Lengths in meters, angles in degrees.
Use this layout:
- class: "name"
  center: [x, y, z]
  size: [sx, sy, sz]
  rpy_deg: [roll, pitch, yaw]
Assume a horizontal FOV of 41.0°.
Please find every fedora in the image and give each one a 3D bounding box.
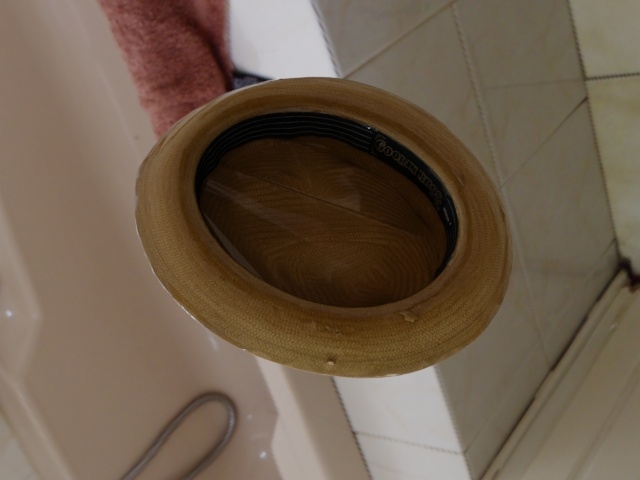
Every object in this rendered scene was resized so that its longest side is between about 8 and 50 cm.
- class: "fedora"
  center: [0.000, 0.000, 0.451]
  size: [0.194, 0.194, 0.079]
  rpy_deg: [36, 147, 15]
